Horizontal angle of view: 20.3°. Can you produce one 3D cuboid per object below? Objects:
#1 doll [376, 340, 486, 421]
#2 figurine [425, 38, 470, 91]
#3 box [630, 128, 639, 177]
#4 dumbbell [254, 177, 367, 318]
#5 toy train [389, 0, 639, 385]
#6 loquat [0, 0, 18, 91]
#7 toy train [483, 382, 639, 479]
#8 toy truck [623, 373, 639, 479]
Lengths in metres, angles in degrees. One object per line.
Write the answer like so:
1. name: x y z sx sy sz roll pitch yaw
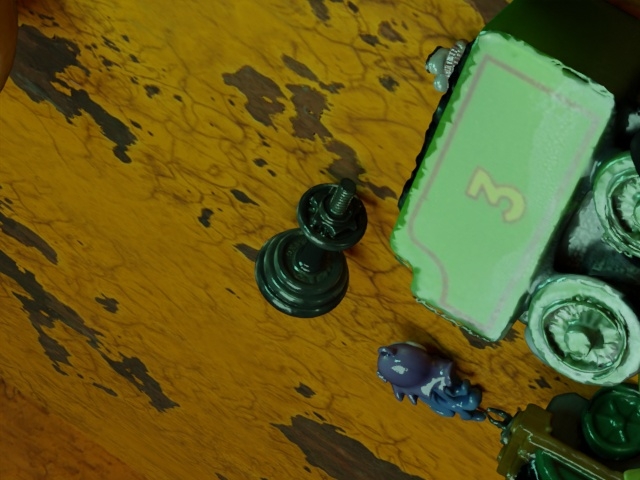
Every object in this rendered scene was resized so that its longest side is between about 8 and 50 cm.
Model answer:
1. doll: 0.134 0.174 2.172 0.110 0.067 0.206 -9 146 38
2. figurine: 0.150 -0.148 1.539 0.129 0.054 0.072 19 139 45
3. box: 0.392 -0.030 1.248 0.290 0.073 0.289 -23 131 16
4. dumbbell: 0.000 0.000 1.960 0.110 0.110 0.254 32 151 2
5. toy train: 0.198 -0.039 1.429 0.249 0.173 0.307 30 128 11
6. loquat: -0.446 -0.229 1.884 0.263 0.263 0.263 27 156 13
7. toy train: 0.347 0.327 1.956 0.429 0.249 0.178 29 157 10
8. toy truck: 0.390 0.183 1.705 0.187 0.210 0.148 6 150 14
